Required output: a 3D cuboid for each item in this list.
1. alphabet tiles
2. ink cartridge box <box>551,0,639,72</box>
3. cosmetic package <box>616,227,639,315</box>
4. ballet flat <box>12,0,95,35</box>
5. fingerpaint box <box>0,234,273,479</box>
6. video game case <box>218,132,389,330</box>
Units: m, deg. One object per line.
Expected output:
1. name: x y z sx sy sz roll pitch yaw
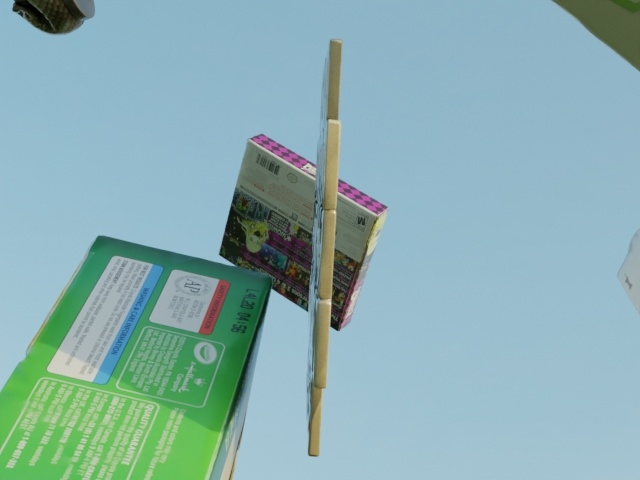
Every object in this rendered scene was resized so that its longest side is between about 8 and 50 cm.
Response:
1. alphabet tiles: 0.000 0.000 0.910 0.011 0.285 0.342 3 3 -2
2. ink cartridge box: 0.098 -0.114 0.317 0.209 0.062 0.109 31 -55 -28
3. cosmetic package: 0.371 0.001 0.955 0.231 0.085 0.117 -17 -31 -13
4. ballet flat: -0.254 -0.276 0.925 0.058 0.084 0.250 -22 -81 14
5. fingerpaint box: -0.167 0.269 0.856 0.163 0.445 0.371 13 -62 1
6. video game case: -0.030 -0.012 1.706 0.232 0.042 0.210 31 -56 22
